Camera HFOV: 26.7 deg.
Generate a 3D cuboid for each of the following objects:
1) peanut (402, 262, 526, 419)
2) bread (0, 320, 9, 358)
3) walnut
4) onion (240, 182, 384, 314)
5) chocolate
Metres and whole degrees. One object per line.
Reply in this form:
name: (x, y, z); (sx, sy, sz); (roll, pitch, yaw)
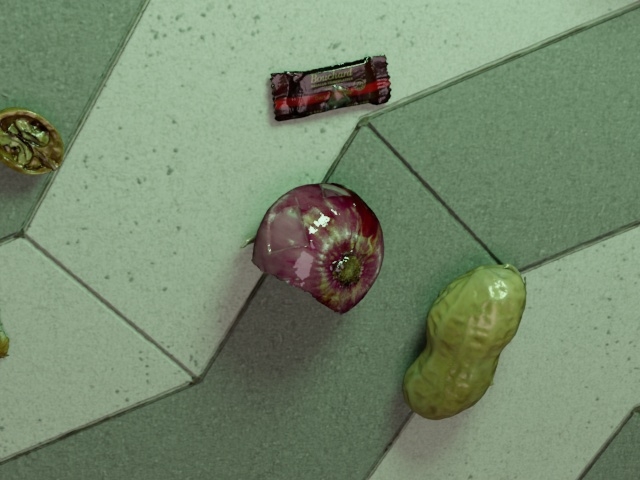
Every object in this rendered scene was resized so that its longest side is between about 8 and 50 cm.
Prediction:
peanut: (0.234, 0.172, 2.220); (0.149, 0.149, 0.313); (10, 122, -17)
bread: (-0.552, 0.147, 2.099); (0.126, 0.044, 0.129); (-8, 118, -8)
walnut: (-0.424, -0.149, 1.945); (0.091, 0.052, 0.121); (-42, 121, 12)
onion: (0.006, 0.004, 2.056); (0.207, 0.200, 0.200); (36, 108, -13)
chocolate: (0.017, -0.225, 2.004); (0.182, 0.028, 0.086); (-8, 118, -5)
